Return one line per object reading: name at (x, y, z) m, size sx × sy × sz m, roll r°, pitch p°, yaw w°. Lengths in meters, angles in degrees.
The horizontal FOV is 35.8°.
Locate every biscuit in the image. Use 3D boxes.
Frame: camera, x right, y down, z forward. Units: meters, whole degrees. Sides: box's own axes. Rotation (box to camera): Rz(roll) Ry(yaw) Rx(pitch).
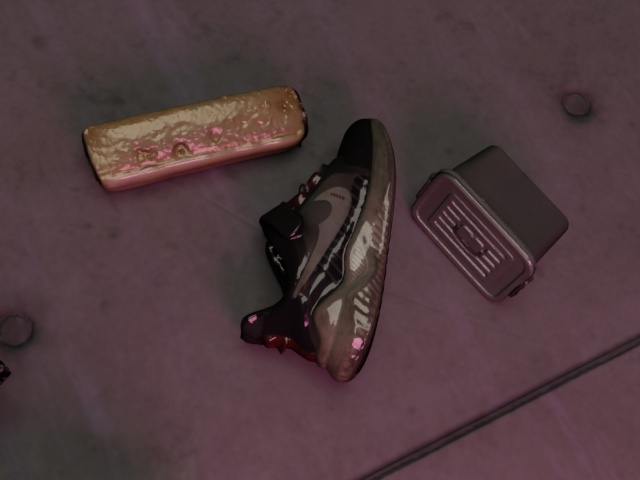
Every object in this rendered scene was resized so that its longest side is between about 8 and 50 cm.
biscuit at (-0.104, -0.086, 0.842) m, size 0.188 × 0.052 × 0.056 m, roll -14°, pitch 88°, yaw -15°

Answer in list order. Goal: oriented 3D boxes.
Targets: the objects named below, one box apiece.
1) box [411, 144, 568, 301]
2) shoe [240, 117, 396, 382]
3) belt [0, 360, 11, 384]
box at (0.147, -0.018, 0.846) m, size 0.069 × 0.084 × 0.122 m, roll -37°, pitch 80°, yaw -29°
shoe at (0.000, 0.000, 0.807) m, size 0.112 × 0.099 × 0.227 m, roll 6°, pitch 68°, yaw 0°
belt at (-0.366, 0.190, 0.654) m, size 0.094 × 0.126 × 0.359 m, roll 44°, pitch 73°, yaw -2°
